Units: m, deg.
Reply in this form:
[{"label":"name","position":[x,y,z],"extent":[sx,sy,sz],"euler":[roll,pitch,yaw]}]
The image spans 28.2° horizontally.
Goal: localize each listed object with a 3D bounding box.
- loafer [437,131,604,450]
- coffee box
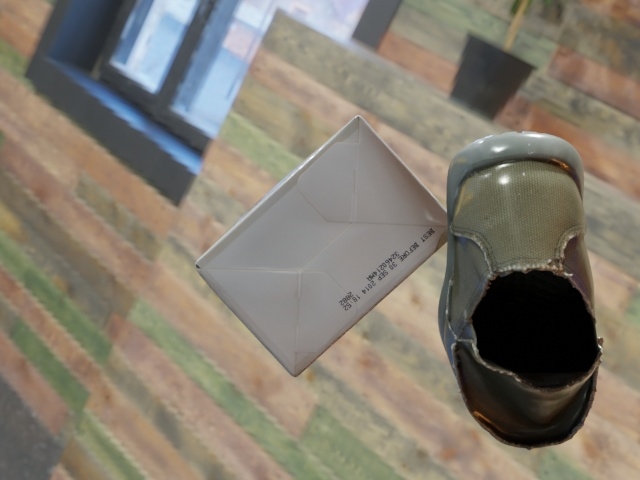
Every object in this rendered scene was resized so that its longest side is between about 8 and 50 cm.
[{"label":"loafer","position":[0.107,0.052,0.700],"extent":[0.094,0.251,0.087],"euler":[-6,50,11]},{"label":"coffee box","position":[0.000,0.000,1.069],"extent":[0.119,0.168,0.297],"euler":[48,-1,-2]}]
